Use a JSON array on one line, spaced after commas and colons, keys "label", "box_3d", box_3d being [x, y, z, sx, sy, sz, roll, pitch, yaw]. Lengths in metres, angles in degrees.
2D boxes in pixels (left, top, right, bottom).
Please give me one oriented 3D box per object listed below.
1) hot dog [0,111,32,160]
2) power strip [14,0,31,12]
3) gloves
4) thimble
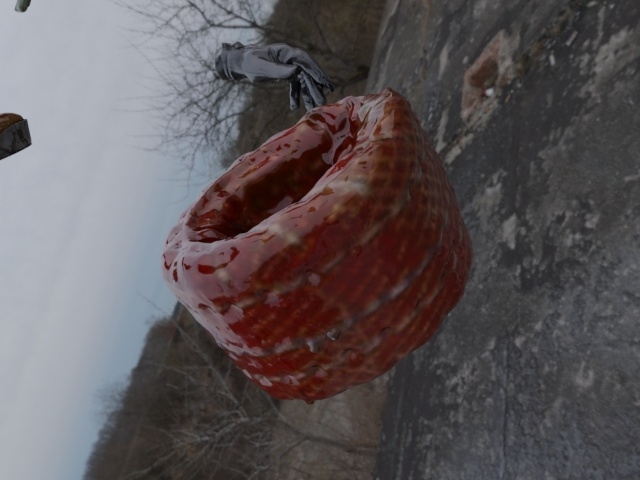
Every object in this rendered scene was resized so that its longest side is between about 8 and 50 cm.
[{"label": "hot dog", "box_3d": [-0.590, -0.134, 0.833, 0.144, 0.075, 0.268, -5, 27, 37]}, {"label": "power strip", "box_3d": [-0.378, -0.451, 0.692, 0.093, 0.053, 0.288, 43, 122, 43]}, {"label": "gloves", "box_3d": [-0.098, -0.351, 1.076, 0.119, 0.285, 0.142, -67, -17, 14]}, {"label": "thimble", "box_3d": [0.000, 0.000, 0.627, 0.350, 0.231, 0.350, -27, 28, 16]}]
